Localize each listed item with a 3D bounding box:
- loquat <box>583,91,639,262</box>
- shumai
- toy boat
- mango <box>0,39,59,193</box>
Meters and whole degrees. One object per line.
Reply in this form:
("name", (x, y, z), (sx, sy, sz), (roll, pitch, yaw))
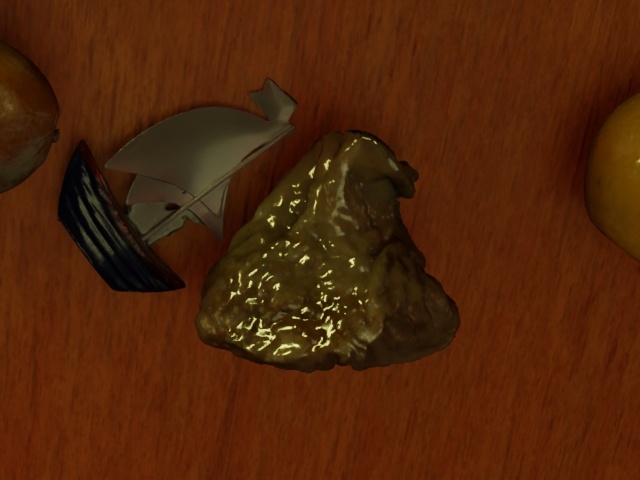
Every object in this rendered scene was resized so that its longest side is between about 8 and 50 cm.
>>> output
("loquat", (0.477, -0.075, 1.561), (0.274, 0.275, 0.275), (-6, 115, -13))
("shumai", (0.000, 0.000, 1.470), (0.314, 0.267, 0.262), (-7, 110, -7))
("toy boat", (-0.181, -0.080, 1.495), (0.219, 0.072, 0.318), (30, 100, -28))
("mango", (-0.463, -0.141, 1.306), (0.384, 0.221, 0.199), (13, 75, -18))
